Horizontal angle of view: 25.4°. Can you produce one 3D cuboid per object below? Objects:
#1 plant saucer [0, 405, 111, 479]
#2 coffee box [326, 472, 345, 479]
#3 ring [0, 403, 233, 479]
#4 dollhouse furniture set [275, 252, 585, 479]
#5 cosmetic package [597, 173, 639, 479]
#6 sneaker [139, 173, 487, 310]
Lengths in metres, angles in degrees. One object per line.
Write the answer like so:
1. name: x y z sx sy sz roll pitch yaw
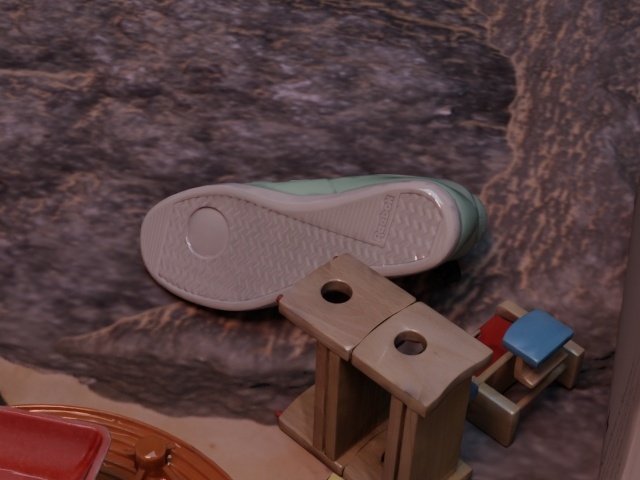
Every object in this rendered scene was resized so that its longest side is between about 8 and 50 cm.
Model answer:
1. plant saucer: -0.278 0.188 0.807 0.258 0.048 0.259 10 40 7
2. coffee box: 0.009 0.233 0.817 0.113 0.040 0.184 33 47 4
3. ring: -0.186 0.221 0.845 0.336 0.032 0.336 3 43 -2
4. dollhouse furniture set: 0.077 0.069 0.954 0.129 0.129 0.183 35 52 29
5. cosmetic package: 0.286 0.034 0.948 0.156 0.217 0.385 11 42 7
6. sneaker: 0.000 0.000 1.075 0.256 0.094 0.151 -3 1 22
